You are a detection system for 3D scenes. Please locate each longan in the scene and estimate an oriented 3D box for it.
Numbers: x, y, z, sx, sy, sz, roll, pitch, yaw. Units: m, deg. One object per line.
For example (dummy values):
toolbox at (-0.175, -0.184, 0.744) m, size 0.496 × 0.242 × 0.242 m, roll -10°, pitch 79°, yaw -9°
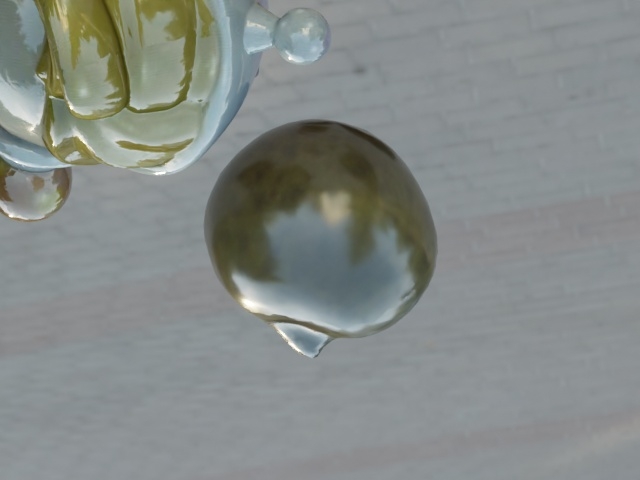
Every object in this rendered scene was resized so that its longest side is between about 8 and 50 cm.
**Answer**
longan at (0.000, 0.000, 0.705) m, size 0.113 × 0.113 × 0.092 m, roll -5°, pitch -162°, yaw 0°

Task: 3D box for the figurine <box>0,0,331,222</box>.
figurine at (-0.118, -0.107, 0.637) m, size 0.133 × 0.194 × 0.274 m, roll -15°, pitch -169°, yaw -27°
